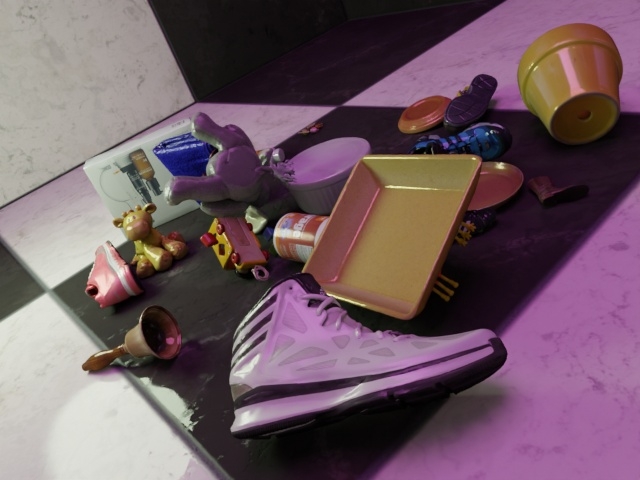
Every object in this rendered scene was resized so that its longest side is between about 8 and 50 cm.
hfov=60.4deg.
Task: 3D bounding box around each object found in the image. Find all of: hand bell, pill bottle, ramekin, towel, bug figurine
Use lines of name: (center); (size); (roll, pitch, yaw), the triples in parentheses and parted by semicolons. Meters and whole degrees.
hand bell: (-0.449, 0.250, 1.249); (0.242, 0.126, 0.126); (-26, 27, 19)
pill bottle: (-0.192, -0.302, 2.006); (0.116, 0.065, 0.065); (-7, 32, 24)
ramekin: (0.030, -0.181, 1.590); (0.273, 0.127, 0.273); (-16, 30, 9)
towel: (-0.343, -0.199, 1.696); (0.227, 0.308, 0.076); (-12, 49, 21)
bug figurine: (0.190, 0.009, 1.158); (0.216, 0.072, 0.279); (-59, 33, 1)
pill bottle: (0.000, 0.000, 1.313); (0.216, 0.121, 0.121); (8, 41, 42)

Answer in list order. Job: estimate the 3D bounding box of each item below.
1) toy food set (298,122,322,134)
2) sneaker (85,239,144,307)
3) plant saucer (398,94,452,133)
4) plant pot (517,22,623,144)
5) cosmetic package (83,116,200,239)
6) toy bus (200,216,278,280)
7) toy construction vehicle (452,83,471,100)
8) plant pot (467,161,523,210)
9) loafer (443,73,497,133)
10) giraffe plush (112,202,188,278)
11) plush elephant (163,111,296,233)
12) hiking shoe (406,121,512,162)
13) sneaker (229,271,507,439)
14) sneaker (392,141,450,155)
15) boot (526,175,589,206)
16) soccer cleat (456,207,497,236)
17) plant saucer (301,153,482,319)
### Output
toy food set: (-0.031, -0.439, 2.177); (0.078, 0.019, 0.122); (4, 30, 37)
sneaker: (-0.620, 0.097, 1.576); (0.136, 0.116, 0.314); (-35, 32, -19)
plant saucer: (0.352, -0.432, 1.857); (0.200, 0.037, 0.200); (-23, 31, 15)
plant pot: (0.652, -0.383, 1.413); (0.254, 0.254, 0.239); (-11, 46, 19)
cosmetic package: (-0.552, -0.209, 1.868); (0.377, 0.284, 0.097); (-25, 31, -4)
toy bus: (-0.212, 0.033, 1.416); (0.104, 0.191, 0.202); (-56, 7, 36)
toy construction vehicle: (0.480, -0.496, 1.859); (0.098, 0.035, 0.086); (-39, -9, -25)
plant pot: (0.378, -0.123, 1.357); (0.236, 0.032, 0.236); (-17, 29, 10)
loafer: (0.476, -0.417, 1.749); (0.109, 0.095, 0.302); (30, 56, 17)
giraffe plush: (-0.516, -0.015, 1.634); (0.181, 0.170, 0.210); (-36, 32, -24)
plush elephant: (-0.235, -0.163, 1.532); (0.330, 0.255, 0.272); (9, 70, -5)
hiking shoe: (0.361, -0.230, 1.473); (0.304, 0.113, 0.132); (-5, 28, 47)
sneaker: (0.047, 0.147, 0.884); (0.447, 0.169, 0.257); (-17, 65, 12)
sneaker: (0.190, -0.136, 1.347); (0.293, 0.146, 0.102); (-36, 26, 6)
boot: (0.537, -0.123, 1.251); (0.106, 0.037, 0.114); (-14, 25, 9)
soccer cleat: (0.306, -0.043, 1.228); (0.179, 0.072, 0.060); (-20, 29, 4)
plant saucer: (0.143, -0.011, 1.098); (0.333, 0.081, 0.333); (11, 70, 51)
